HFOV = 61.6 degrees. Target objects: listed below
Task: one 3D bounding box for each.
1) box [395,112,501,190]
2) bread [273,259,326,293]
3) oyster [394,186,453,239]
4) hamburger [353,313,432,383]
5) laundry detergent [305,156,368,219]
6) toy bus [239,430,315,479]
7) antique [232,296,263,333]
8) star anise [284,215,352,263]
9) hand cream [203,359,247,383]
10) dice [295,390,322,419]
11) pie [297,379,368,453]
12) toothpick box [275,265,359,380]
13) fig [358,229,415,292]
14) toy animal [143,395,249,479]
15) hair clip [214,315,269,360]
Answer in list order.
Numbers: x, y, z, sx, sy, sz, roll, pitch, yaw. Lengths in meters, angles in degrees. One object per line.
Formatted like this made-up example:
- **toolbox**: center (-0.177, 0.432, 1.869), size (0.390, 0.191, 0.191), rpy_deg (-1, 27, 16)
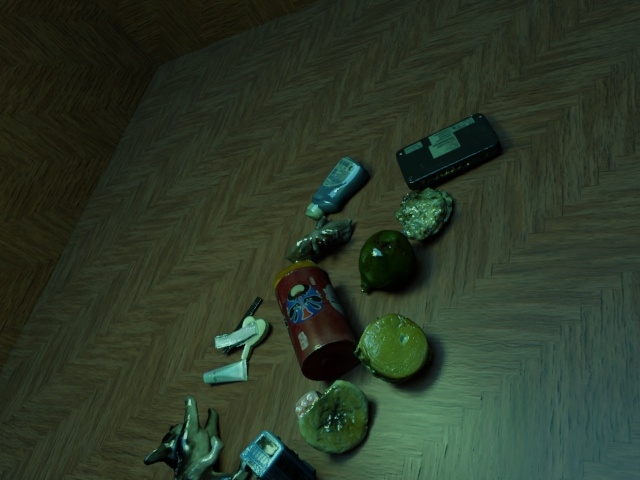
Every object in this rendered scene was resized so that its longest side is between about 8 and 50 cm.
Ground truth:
- **box**: center (0.456, -0.321, 1.948), size (0.350, 0.058, 0.211), rpy_deg (-24, 41, 13)
- **bread**: center (-0.079, 0.154, 1.984), size (0.191, 0.114, 0.132), rpy_deg (-31, 48, 22)
- **oyster**: center (0.348, -0.094, 1.864), size (0.198, 0.092, 0.259), rpy_deg (3, 56, 39)
- **hamburger**: center (0.220, 0.329, 1.601), size (0.215, 0.122, 0.189), rpy_deg (26, 65, 13)
- **laundry detergent**: center (0.057, -0.196, 2.157), size (0.289, 0.094, 0.143), rpy_deg (-50, 50, -1)
- **toy bus**: center (-0.116, 0.658, 1.540), size (0.114, 0.246, 0.134), rpy_deg (22, 63, 45)
- **antique**: center (-0.288, 0.304, 2.088), size (0.031, 0.015, 0.192), rpy_deg (21, 73, 44)
- **star anise**: center (0.004, -0.003, 2.024), size (0.258, 0.110, 0.199), rpy_deg (-42, 23, -25)
- **hand cream**: center (-0.346, 0.492, 1.974), size (0.174, 0.047, 0.076), rpy_deg (-17, 66, 20)
- **dice**: center (-0.016, 0.530, 1.665), size (0.093, 0.091, 0.094), rpy_deg (-46, 43, -1)
- **pie**: center (0.052, 0.529, 1.586), size (0.218, 0.185, 0.052), rpy_deg (-45, 0, -15)
- **toothpick box**: center (-0.014, 0.269, 1.779), size (0.204, 0.204, 0.333), rpy_deg (-36, 45, 10)
- **fig**: center (0.197, 0.080, 1.782), size (0.245, 0.196, 0.195), rpy_deg (-43, 38, 37)
- **toy animal**: center (-0.440, 0.726, 1.764), size (0.302, 0.194, 0.344), rpy_deg (-46, 38, -9)
- **hair clip**: center (-0.284, 0.365, 2.000), size (0.219, 0.071, 0.158), rpy_deg (-27, 57, 14)
